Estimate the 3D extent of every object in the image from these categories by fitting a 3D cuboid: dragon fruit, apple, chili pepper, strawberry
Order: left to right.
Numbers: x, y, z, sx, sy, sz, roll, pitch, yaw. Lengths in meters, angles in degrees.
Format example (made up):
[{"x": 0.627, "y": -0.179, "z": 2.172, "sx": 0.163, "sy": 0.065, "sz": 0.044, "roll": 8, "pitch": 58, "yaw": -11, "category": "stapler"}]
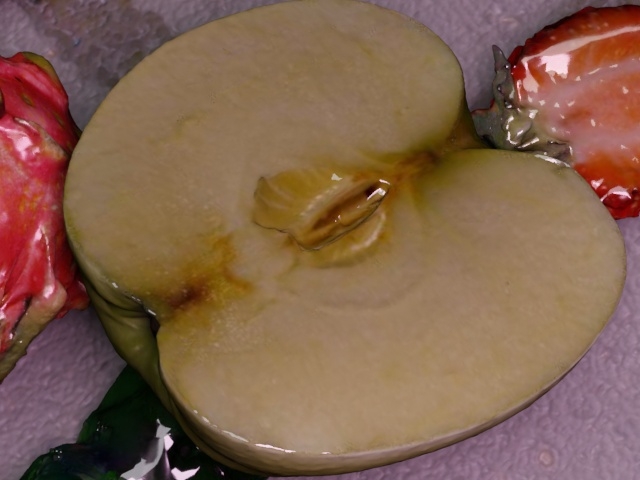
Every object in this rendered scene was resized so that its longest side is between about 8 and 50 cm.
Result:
[{"x": -0.279, "y": -0.022, "z": 1.443, "sx": 0.237, "sy": 0.231, "sz": 0.302, "roll": -24, "pitch": 63, "yaw": 19, "category": "dragon fruit"}, {"x": -0.150, "y": 0.186, "z": 1.448, "sx": 0.264, "sy": 0.116, "sz": 0.148, "roll": -42, "pitch": 75, "yaw": -10, "category": "chili pepper"}, {"x": 0.000, "y": 0.000, "z": 1.393, "sx": 0.360, "sy": 0.320, "sz": 0.311, "roll": -30, "pitch": 110, "yaw": -27, "category": "apple"}, {"x": 0.234, "y": -0.114, "z": 1.531, "sx": 0.228, "sy": 0.098, "sz": 0.174, "roll": -40, "pitch": 78, "yaw": -12, "category": "strawberry"}]
